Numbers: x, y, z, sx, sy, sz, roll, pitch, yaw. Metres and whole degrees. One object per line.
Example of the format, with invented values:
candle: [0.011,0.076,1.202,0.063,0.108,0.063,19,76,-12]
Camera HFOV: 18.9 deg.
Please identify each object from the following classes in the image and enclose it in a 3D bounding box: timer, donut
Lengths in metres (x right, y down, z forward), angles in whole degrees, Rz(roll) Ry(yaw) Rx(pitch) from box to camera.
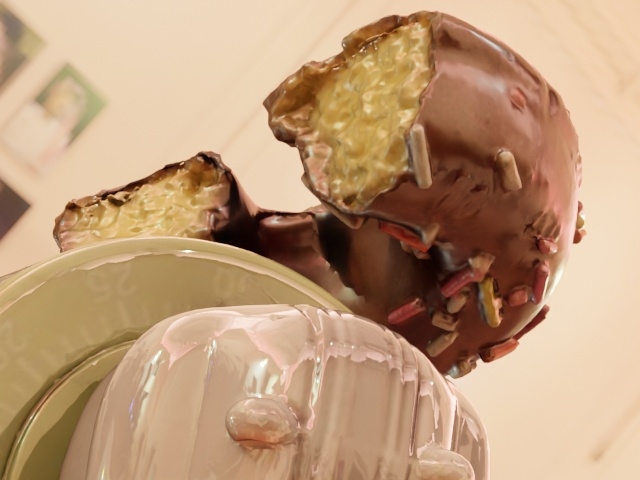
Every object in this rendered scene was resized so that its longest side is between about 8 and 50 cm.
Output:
timer: [-0.044,0.113,0.775,0.291,0.291,0.315,42,-26,-6]
donut: [0.017,0.009,1.231,0.259,0.345,0.136,39,39,-42]
